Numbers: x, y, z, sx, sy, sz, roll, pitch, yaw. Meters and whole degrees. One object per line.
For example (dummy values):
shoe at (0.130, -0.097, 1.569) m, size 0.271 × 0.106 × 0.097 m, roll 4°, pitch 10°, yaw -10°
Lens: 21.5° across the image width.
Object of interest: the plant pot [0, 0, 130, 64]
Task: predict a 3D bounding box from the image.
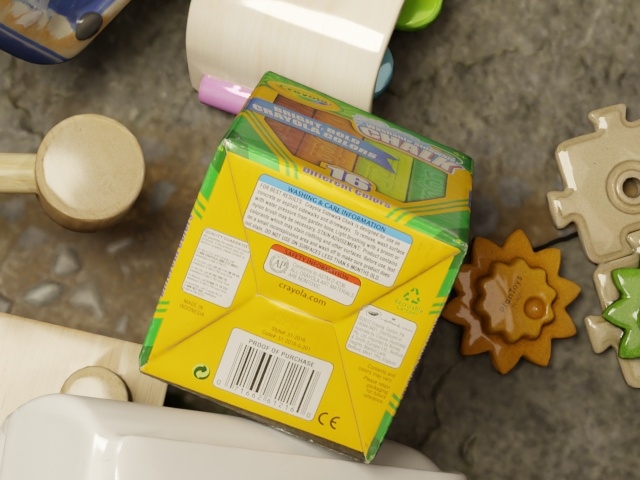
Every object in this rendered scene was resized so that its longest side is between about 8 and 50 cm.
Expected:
plant pot at (-0.171, -0.234, 0.860) m, size 0.236 × 0.236 × 0.212 m, roll -45°, pitch 74°, yaw 6°

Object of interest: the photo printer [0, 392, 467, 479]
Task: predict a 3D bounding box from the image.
photo printer at (-0.039, 0.219, 0.860) m, size 0.307 × 0.107 × 0.256 m, roll 16°, pitch 83°, yaw -47°

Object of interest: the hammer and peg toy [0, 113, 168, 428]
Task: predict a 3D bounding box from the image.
hammer and peg toy at (-0.224, 0.101, 0.912) m, size 0.265 × 0.127 × 0.361 m, roll 12°, pitch 82°, yaw -3°

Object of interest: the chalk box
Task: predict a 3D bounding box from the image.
chalk box at (0.000, 0.000, 0.908) m, size 0.132 × 0.213 × 0.132 m, roll 22°, pitch 109°, yaw -2°

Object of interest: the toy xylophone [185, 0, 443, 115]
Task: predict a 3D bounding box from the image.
toy xylophone at (0.001, -0.228, 0.993) m, size 0.236 × 0.081 × 0.323 m, roll 29°, pitch 83°, yaw 11°

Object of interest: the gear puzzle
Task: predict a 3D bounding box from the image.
gear puzzle at (0.231, -0.009, 1.015) m, size 0.338 × 0.044 × 0.176 m, roll -16°, pitch 86°, yaw -8°
